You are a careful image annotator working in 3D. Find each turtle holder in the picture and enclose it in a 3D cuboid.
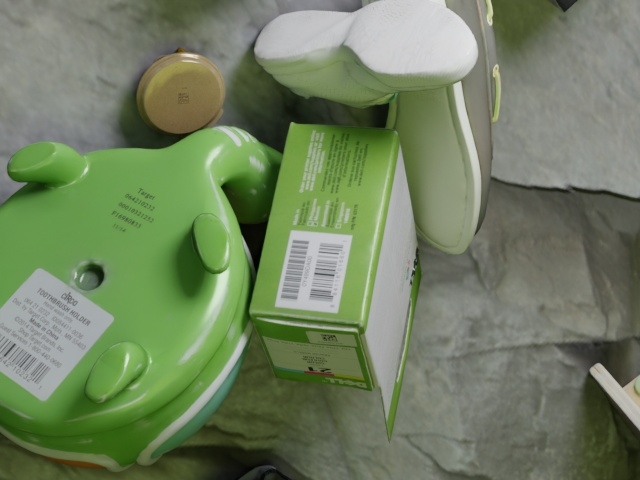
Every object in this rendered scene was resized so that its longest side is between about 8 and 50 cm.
[{"bbox_3d":[-0.165,0.041,1.381,0.243,0.320,0.227,2,151,13],"label":"turtle holder"}]

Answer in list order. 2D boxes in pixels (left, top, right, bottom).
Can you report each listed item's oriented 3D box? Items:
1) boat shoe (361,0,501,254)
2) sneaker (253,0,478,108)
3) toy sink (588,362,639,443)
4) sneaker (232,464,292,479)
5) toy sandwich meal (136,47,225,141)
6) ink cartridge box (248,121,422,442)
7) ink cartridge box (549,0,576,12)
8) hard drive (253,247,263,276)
[{"bbox_3d":[0.112,-0.125,1.455,0.091,0.109,0.305,-40,134,-34],"label":"boat shoe"},{"bbox_3d":[0.050,-0.145,1.373,0.094,0.212,0.080,51,58,-42],"label":"sneaker"},{"bbox_3d":[0.418,0.202,1.778,0.131,0.153,0.234,-39,127,2],"label":"toy sink"},{"bbox_3d":[-0.015,0.319,1.686,0.282,0.099,0.153,18,92,-48],"label":"sneaker"},{"bbox_3d":[-0.118,-0.125,1.401,0.086,0.029,0.085,-9,121,-15],"label":"toy sandwich meal"},{"bbox_3d":[0.022,0.045,1.443,0.097,0.188,0.255,5,152,12],"label":"ink cartridge box"},{"bbox_3d":[0.184,-0.297,1.387,0.097,0.046,0.207,-41,128,2],"label":"ink cartridge box"},{"bbox_3d":[0.000,0.000,1.537,0.094,0.022,0.135,20,111,-33],"label":"hard drive"}]
